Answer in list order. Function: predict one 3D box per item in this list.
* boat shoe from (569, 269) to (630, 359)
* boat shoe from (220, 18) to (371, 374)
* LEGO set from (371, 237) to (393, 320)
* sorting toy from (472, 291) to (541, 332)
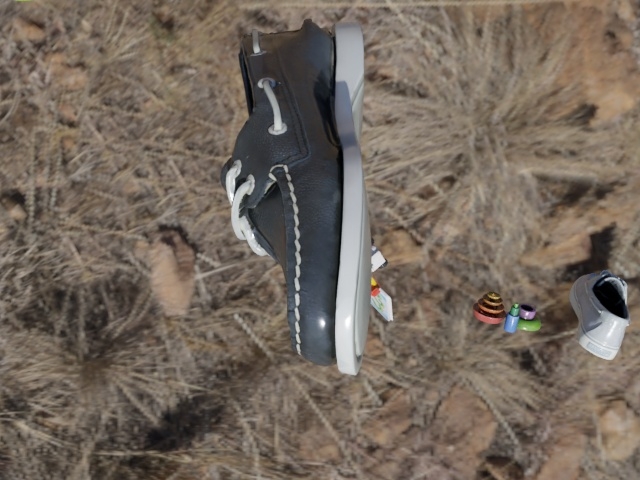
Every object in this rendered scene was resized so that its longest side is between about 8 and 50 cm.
[{"bbox_3d":[0.418,0.091,1.477,0.079,0.081,0.227,26,24,1],"label":"boat shoe"},{"bbox_3d":[-0.016,-0.037,0.628,0.091,0.114,0.303,0,36,0],"label":"boat shoe"},{"bbox_3d":[0.000,0.000,1.096,0.060,0.244,0.182,-41,70,-13],"label":"LEGO set"},{"bbox_3d":[0.268,0.097,1.429,0.101,0.061,0.042,9,113,-7],"label":"sorting toy"}]
